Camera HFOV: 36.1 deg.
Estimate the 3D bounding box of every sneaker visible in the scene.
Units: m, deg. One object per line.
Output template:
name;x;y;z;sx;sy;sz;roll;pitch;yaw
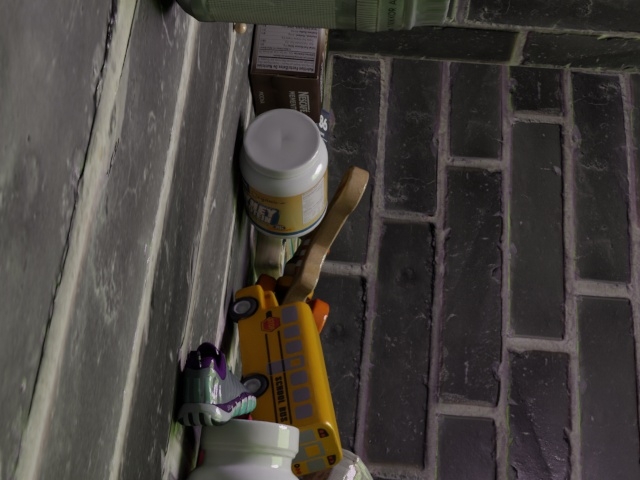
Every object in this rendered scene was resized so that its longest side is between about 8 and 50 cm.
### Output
sneaker;-0.130;0.179;1.276;0.223;0.083;0.098;32;58;-86

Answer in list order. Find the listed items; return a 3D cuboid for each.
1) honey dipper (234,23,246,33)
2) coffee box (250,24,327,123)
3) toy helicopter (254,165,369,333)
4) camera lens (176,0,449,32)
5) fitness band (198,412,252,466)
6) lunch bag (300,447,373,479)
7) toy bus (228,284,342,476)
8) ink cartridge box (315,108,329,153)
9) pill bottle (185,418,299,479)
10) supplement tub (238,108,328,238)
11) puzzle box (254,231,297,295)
honey dipper;-0.107;-0.379;1.434;0.030;0.030;0.161;74;23;-83
coffee box;-0.047;-0.378;1.736;0.168;0.118;0.297;89;6;-71
toy helicopter;0.000;0.000;1.802;0.355;0.140;0.235;-59;-171;34
camera lens;-0.010;-0.316;0.942;0.219;0.274;0.219;4;90;-88
fitness band;-0.146;0.364;1.511;0.291;0.054;0.209;45;50;-85
lunch bag;-0.010;0.504;1.580;0.235;0.169;0.287;-55;165;-45
toy bus;-0.059;0.204;1.527;0.333;0.130;0.108;-103;176;-52
ink cartridge box;-0.043;-0.182;1.966;0.165;0.065;0.333;22;66;-62
pill bottle;-0.104;0.379;1.271;0.162;0.162;0.278;86;8;-73
supplement tub;-0.060;-0.108;1.614;0.200;0.144;0.144;89;6;-60
puzzle box;-0.089;-0.006;2.155;0.409;0.052;0.272;86;8;-71
